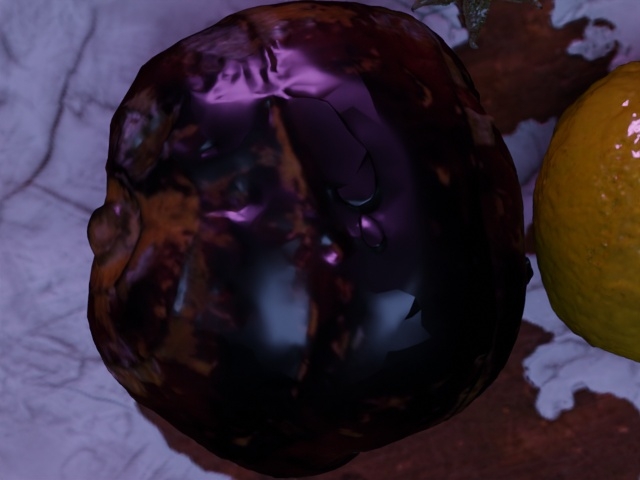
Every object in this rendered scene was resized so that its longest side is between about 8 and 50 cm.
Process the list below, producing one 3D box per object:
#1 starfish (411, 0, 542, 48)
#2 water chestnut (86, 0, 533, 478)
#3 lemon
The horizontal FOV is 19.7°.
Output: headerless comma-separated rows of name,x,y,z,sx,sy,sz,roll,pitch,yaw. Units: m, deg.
starfish,0.098,-0.167,1.140,0.092,0.016,0.086,32,107,-11
water chestnut,0.000,0.000,1.096,0.289,0.244,0.289,-2,81,13
lemon,0.215,-0.016,1.119,0.181,0.180,0.193,-13,134,5
